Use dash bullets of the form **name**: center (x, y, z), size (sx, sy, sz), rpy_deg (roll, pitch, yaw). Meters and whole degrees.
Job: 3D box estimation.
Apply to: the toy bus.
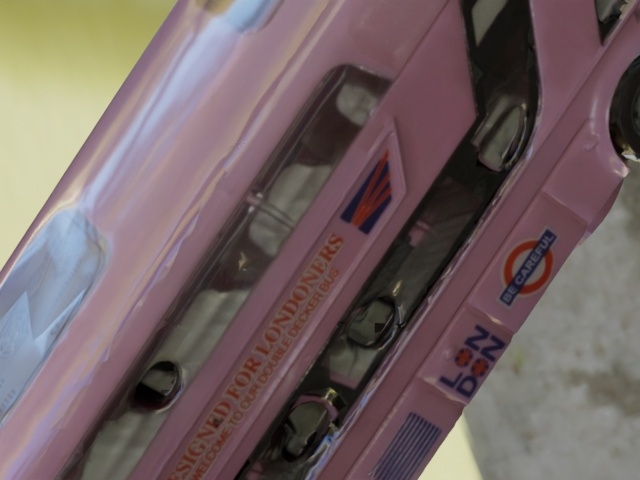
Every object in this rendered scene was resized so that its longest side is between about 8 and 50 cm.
- **toy bus**: center (0.000, 0.000, 0.349), size (0.203, 0.090, 0.063), rpy_deg (-56, 34, 2)
